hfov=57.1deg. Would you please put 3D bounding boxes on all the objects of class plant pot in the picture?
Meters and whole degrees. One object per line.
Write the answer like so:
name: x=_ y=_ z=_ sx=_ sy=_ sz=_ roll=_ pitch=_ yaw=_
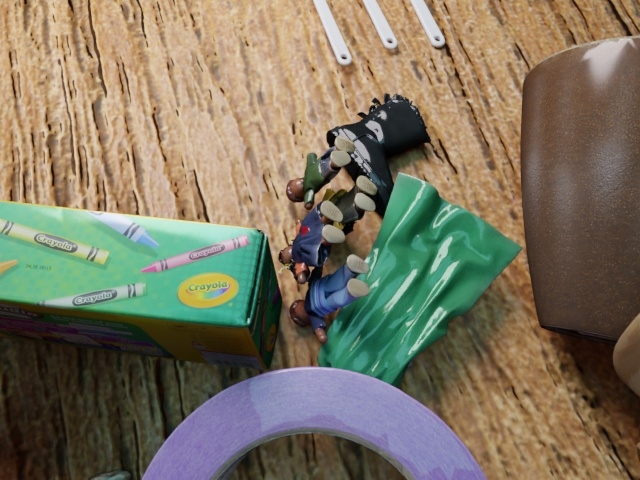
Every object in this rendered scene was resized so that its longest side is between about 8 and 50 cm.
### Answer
plant pot: x=0.273 y=-0.024 z=0.527 sx=0.215 sy=0.215 sz=0.231 roll=12 pitch=82 yaw=6

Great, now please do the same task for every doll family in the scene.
doll family: x=0.000 y=0.000 z=0.561 sx=0.076 sy=0.111 sz=0.193 roll=29 pitch=53 yaw=-23

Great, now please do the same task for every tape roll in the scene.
tape roll: x=-0.003 y=0.236 z=0.445 sx=0.274 sy=0.090 sz=0.275 roll=-1 pitch=76 yaw=3

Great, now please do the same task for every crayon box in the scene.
crayon box: x=-0.180 y=0.043 z=0.509 sx=0.278 sy=0.165 sz=0.081 roll=7 pitch=67 yaw=3

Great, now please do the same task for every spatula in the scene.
spatula: x=0.047 y=-0.321 z=0.741 sx=0.168 sy=0.019 sz=0.242 roll=-15 pitch=69 yaw=-11

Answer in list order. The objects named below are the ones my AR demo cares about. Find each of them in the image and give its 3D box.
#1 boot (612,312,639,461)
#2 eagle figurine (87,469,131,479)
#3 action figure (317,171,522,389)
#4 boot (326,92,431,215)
boot: x=0.336 y=0.077 z=0.435 sx=0.211 sy=0.295 sz=0.104 roll=-35 pitch=46 yaw=-5
eagle figurine: x=-0.310 y=0.154 z=0.403 sx=0.225 sy=0.298 sz=0.226 roll=14 pitch=47 yaw=29
action figure: x=0.070 y=0.067 z=0.553 sx=0.137 sy=0.063 sz=0.232 roll=32 pitch=78 yaw=12
boot: x=0.074 y=-0.096 z=0.633 sx=0.099 sy=0.045 sz=0.121 roll=-28 pitch=71 yaw=-17
